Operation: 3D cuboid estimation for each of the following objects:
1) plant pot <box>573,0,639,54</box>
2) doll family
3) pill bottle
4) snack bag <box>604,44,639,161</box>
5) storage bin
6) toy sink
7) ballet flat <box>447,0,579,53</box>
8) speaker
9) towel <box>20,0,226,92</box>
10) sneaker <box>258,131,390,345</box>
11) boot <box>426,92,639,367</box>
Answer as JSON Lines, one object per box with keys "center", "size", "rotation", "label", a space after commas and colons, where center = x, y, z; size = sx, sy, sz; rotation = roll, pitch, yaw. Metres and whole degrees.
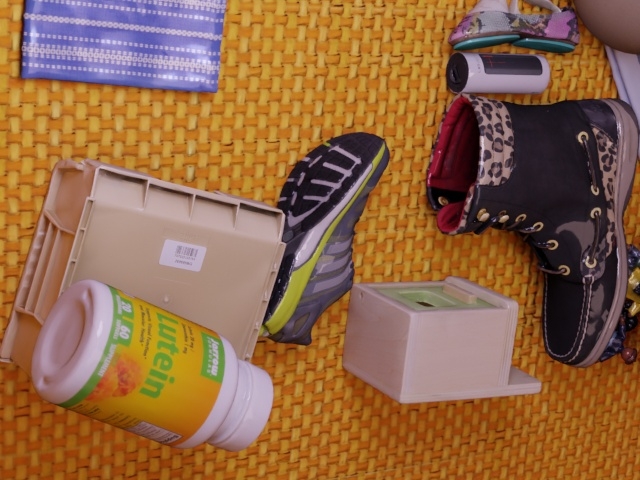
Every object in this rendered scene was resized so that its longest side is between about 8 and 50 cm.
{"center": [0.434, -0.353, 1.773], "size": [0.284, 0.284, 0.191], "rotation": [-13, 152, -26], "label": "plant pot"}
{"center": [0.440, 0.094, 1.966], "size": [0.111, 0.076, 0.193], "rotation": [34, 98, 1], "label": "doll family"}
{"center": [-0.176, 0.146, 1.474], "size": [0.245, 0.136, 0.136], "rotation": [27, 90, -33], "label": "pill bottle"}
{"center": [0.579, -0.257, 1.996], "size": [0.342, 0.037, 0.323], "rotation": [-35, 119, -16], "label": "snack bag"}
{"center": [-0.202, 0.054, 1.587], "size": [0.262, 0.123, 0.260], "rotation": [14, 97, -31], "label": "storage bin"}
{"center": [0.170, 0.126, 1.803], "size": [0.234, 0.153, 0.131], "rotation": [0, 103, -29], "label": "toy sink"}
{"center": [0.252, -0.288, 1.786], "size": [0.221, 0.077, 0.079], "rotation": [-4, 88, -34], "label": "ballet flat"}
{"center": [0.234, -0.221, 1.797], "size": [0.136, 0.055, 0.055], "rotation": [-2, 105, -29], "label": "speaker"}
{"center": [-0.203, -0.337, 1.523], "size": [0.243, 0.040, 0.336], "rotation": [2, 103, -29], "label": "towel"}
{"center": [0.000, 0.000, 1.711], "size": [0.121, 0.111, 0.300], "rotation": [32, 90, -46], "label": "sneaker"}
{"center": [0.281, -0.018, 1.832], "size": [0.284, 0.138, 0.377], "rotation": [4, 98, -32], "label": "boot"}
